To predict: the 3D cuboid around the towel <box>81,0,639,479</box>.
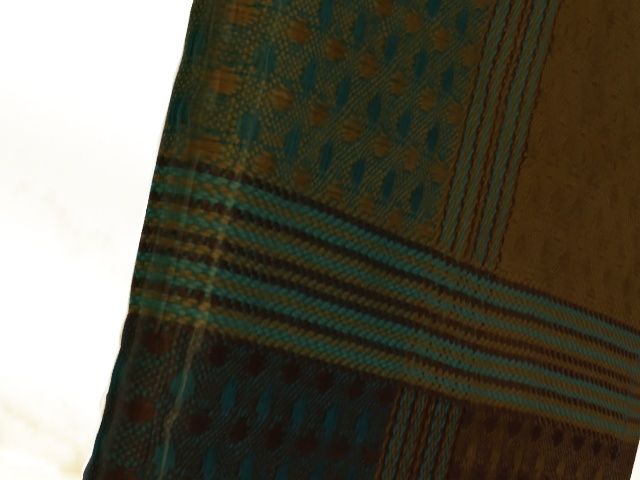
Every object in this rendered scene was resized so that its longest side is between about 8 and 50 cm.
[{"bbox_3d":[0.055,-0.084,0.542,0.040,0.370,0.271,10,-8,33],"label":"towel"}]
